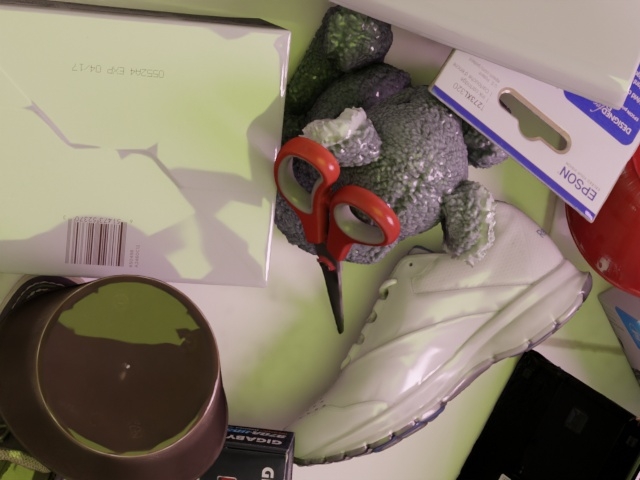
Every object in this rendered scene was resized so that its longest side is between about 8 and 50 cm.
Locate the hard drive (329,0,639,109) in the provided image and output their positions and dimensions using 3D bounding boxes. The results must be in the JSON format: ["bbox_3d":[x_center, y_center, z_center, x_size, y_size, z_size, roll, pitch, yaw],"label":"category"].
[{"bbox_3d":[0.105,-0.265,1.426,0.353,0.047,0.233,22,72,8],"label":"hard drive"}]

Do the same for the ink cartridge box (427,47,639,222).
[{"bbox_3d":[0.229,-0.211,1.498,0.175,0.069,0.371,37,71,-16],"label":"ink cartridge box"}]

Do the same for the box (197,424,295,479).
[{"bbox_3d":[-0.116,0.258,1.559,0.175,0.051,0.220,7,105,6],"label":"box"}]

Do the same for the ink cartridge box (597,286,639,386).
[{"bbox_3d":[0.317,0.121,1.622,0.060,0.104,0.180,-29,105,-5],"label":"ink cartridge box"}]

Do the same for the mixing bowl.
[{"bbox_3d":[0.295,-0.048,1.539,0.181,0.098,0.181,-1,67,3],"label":"mixing bowl"}]

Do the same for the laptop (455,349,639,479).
[{"bbox_3d":[0.244,0.261,1.595,0.136,0.264,0.234,23,96,-42],"label":"laptop"}]

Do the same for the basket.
[{"bbox_3d":[-0.152,0.102,1.385,0.204,0.227,0.154,32,77,-3],"label":"basket"}]

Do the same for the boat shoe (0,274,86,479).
[{"bbox_3d":[-0.246,0.165,1.523,0.102,0.092,0.285,19,96,-13],"label":"boat shoe"}]

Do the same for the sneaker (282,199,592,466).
[{"bbox_3d":[0.083,0.084,1.583,0.297,0.111,0.129,-37,84,-2],"label":"sneaker"}]

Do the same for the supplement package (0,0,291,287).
[{"bbox_3d":[-0.171,-0.080,1.460,0.261,0.145,0.204,4,100,-12],"label":"supplement package"}]

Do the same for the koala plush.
[{"bbox_3d":[0.055,-0.060,1.471,0.196,0.221,0.203,36,93,-16],"label":"koala plush"}]

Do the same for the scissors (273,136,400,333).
[{"bbox_3d":[0.000,0.000,1.472,0.109,0.297,0.021,35,71,5],"label":"scissors"}]
